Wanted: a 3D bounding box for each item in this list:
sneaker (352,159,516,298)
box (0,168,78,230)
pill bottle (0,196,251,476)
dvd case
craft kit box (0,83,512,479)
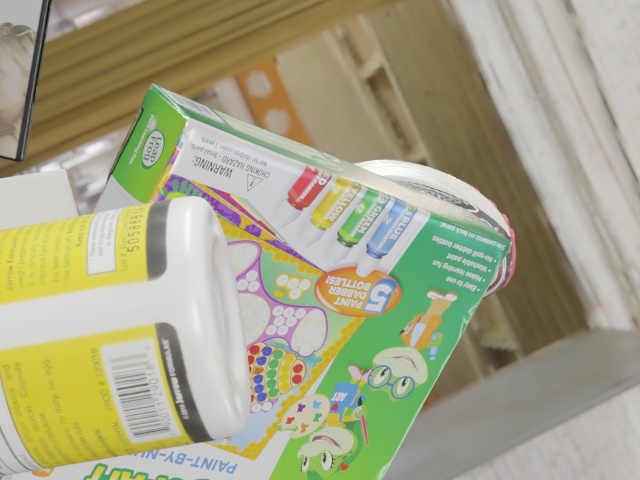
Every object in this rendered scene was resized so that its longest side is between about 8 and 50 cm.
[{"bbox_3d":[0.000,0.000,1.051,0.112,0.299,0.120,-91,-168,-70],"label":"sneaker"},{"bbox_3d":[-0.486,0.033,1.708,0.215,0.345,0.168,-14,-89,40],"label":"box"},{"bbox_3d":[-0.081,0.029,0.366,0.065,0.116,0.065,-9,90,-87],"label":"pill bottle"},{"bbox_3d":[-0.387,-0.223,1.502,0.022,0.180,0.253,-81,-176,-73],"label":"dvd case"},{"bbox_3d":[-0.042,0.066,0.794,0.250,0.246,0.061,18,17,-39],"label":"craft kit box"}]
